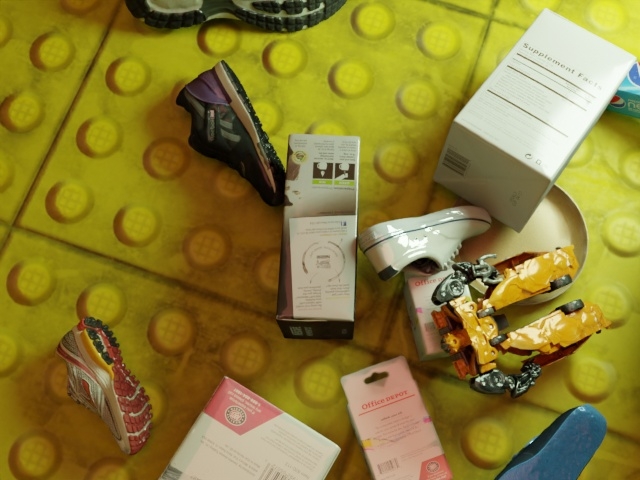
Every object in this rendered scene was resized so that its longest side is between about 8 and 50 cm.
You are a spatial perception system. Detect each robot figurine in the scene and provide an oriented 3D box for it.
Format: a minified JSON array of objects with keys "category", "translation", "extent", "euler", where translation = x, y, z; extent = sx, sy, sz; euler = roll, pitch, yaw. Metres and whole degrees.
[{"category":"robot figurine","translation":[0.293,0.116,1.174],"extent":[0.291,0.085,0.211],"euler":[-17,77,-26]}]

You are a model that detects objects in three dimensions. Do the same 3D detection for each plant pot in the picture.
[{"category":"plant pot","translation":[0.329,-0.003,1.315],"extent":[0.237,0.032,0.236],"euler":[0,73,1]}]

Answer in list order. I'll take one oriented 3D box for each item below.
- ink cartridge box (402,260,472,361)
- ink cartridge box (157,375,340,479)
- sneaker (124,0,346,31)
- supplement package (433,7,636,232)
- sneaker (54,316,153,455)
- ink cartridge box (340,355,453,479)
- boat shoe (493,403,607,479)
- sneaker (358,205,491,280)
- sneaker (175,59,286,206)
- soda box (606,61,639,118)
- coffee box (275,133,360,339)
[{"category":"ink cartridge box","translation":[0.191,0.111,1.250],"extent":[0.092,0.090,0.143],"euler":[-11,73,-3]},{"category":"ink cartridge box","translation":[-0.129,0.378,1.157],"extent":[0.207,0.117,0.283],"euler":[30,75,9]},{"category":"sneaker","translation":[-0.147,-0.499,1.422],"extent":[0.411,0.158,0.182],"euler":[1,57,-4]},{"category":"supplement package","translation":[0.345,-0.197,1.273],"extent":[0.175,0.177,0.293],"euler":[34,66,14]},{"category":"sneaker","translation":[-0.342,0.237,1.230],"extent":[0.093,0.088,0.225],"euler":[-34,75,12]},{"category":"ink cartridge box","translation":[0.112,0.291,1.209],"extent":[0.115,0.067,0.198],"euler":[-18,75,-5]},{"category":"boat shoe","translation":[0.335,0.359,1.178],"extent":[0.258,0.089,0.109],"euler":[-35,78,-13]},{"category":"sneaker","translation":[0.173,0.010,1.216],"extent":[0.258,0.094,0.091],"euler":[-12,75,-32]},{"category":"sneaker","translation":[-0.155,-0.164,1.346],"extent":[0.124,0.107,0.283],"euler":[-29,71,7]},{"category":"soda box","translation":[0.555,-0.253,1.329],"extent":[0.210,0.071,0.067],"euler":[24,73,32]},{"category":"coffee box","translation":[0.000,0.000,1.246],"extent":[0.119,0.168,0.297],"euler":[2,73,2]}]
